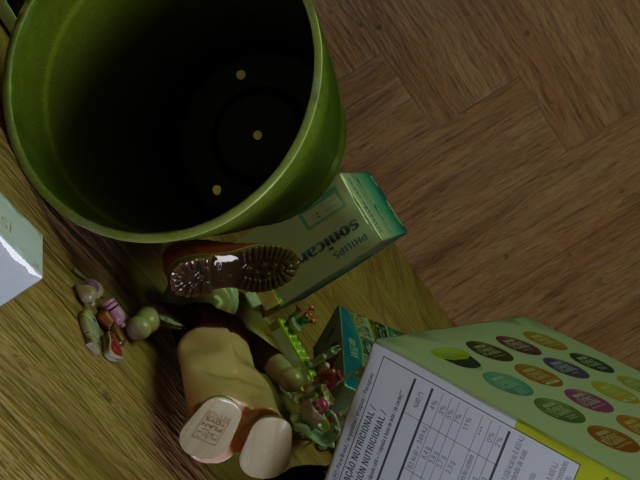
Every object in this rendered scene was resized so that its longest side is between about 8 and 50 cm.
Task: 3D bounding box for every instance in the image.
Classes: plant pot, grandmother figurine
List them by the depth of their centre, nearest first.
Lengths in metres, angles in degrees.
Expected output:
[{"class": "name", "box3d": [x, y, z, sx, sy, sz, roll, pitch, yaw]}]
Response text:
[{"class": "grandmother figurine", "box3d": [-0.123, 0.126, 1.562, 0.208, 0.104, 0.342, 32, 15, -22]}, {"class": "plant pot", "box3d": [-0.125, -0.154, 1.650, 0.366, 0.366, 0.353, 61, 10, 15]}, {"class": "plant pot", "box3d": [-0.076, 0.169, 1.857, 0.236, 0.032, 0.236, 56, 10, -15]}]

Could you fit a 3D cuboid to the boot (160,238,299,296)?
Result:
[{"class": "boot", "box3d": [-0.106, 0.021, 1.606, 0.084, 0.158, 0.059, -132, -136, -60]}]

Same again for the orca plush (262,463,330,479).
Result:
[{"class": "orca plush", "box3d": [0.042, 0.298, 1.618, 0.287, 0.102, 0.151, 24, 11, -32]}]

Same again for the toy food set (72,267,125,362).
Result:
[{"class": "toy food set", "box3d": [-0.225, 0.080, 1.459, 0.078, 0.019, 0.122, 47, 15, -46]}]

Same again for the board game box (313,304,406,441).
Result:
[{"class": "board game box", "box3d": [0.142, 0.244, 2.070, 0.303, 0.097, 0.224, 24, 25, -14]}]

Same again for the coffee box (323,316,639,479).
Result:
[{"class": "coffee box", "box3d": [0.212, 0.302, 1.420, 0.334, 0.338, 0.338, 27, 16, 31]}]

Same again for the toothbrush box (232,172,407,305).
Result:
[{"class": "toothbrush box", "box3d": [0.000, 0.000, 2.194, 0.126, 0.216, 0.295, 58, 12, 2]}]

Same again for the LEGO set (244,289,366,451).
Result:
[{"class": "LEGO set", "box3d": [-0.003, 0.154, 1.852, 0.132, 0.107, 0.287, 48, 14, -43]}]

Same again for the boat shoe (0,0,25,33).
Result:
[{"class": "boat shoe", "box3d": [-0.281, -0.215, 1.798, 0.340, 0.113, 0.127, 56, 10, -10]}]

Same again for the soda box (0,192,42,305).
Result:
[{"class": "soda box", "box3d": [-0.330, -0.038, 1.189, 0.216, 0.069, 0.074, 50, 13, -33]}]
